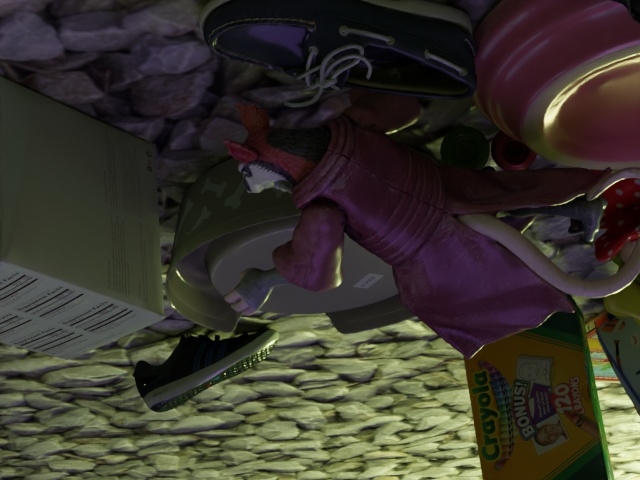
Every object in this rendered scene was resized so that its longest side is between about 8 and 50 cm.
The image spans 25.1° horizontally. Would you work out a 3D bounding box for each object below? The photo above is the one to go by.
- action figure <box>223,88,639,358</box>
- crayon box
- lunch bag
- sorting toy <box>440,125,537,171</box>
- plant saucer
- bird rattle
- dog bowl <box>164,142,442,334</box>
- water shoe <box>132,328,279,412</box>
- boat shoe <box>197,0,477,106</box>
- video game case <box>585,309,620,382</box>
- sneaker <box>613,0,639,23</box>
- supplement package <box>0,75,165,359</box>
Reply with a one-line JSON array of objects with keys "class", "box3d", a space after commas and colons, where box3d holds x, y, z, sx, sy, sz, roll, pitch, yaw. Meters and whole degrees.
[{"class": "action figure", "box3d": [0.075, -0.017, 1.311, 0.370, 0.248, 0.276, 24, 171, -27]}, {"class": "crayon box", "box3d": [0.293, 0.231, 1.950, 0.165, 0.278, 0.081, -14, 155, 16]}, {"class": "lunch bag", "box3d": [0.477, 0.207, 1.948, 0.115, 0.243, 0.303, -30, 152, 7]}, {"class": "sorting toy", "box3d": [0.176, -0.091, 1.508, 0.102, 0.061, 0.042, 0, -170, 2]}, {"class": "plant saucer", "box3d": [0.305, -0.158, 1.345, 0.332, 0.084, 0.332, -5, 156, -2]}, {"class": "bird rattle", "box3d": [0.403, -0.018, 1.684, 0.207, 0.143, 0.253, -19, 142, 1]}, {"class": "dog bowl", "box3d": [0.000, 0.000, 1.590, 0.349, 0.102, 0.349, -5, 156, -2]}, {"class": "water shoe", "box3d": [-0.153, 0.152, 1.924, 0.203, 0.080, 0.073, -27, 164, -17]}, {"class": "boat shoe", "box3d": [0.019, -0.165, 1.262, 0.255, 0.079, 0.095, 5, 153, -23]}, {"class": "video game case", "box3d": [0.458, 0.148, 2.114, 0.204, 0.025, 0.285, 5, 153, -24]}, {"class": "sneaker", "box3d": [0.240, -0.215, 1.153, 0.228, 0.130, 0.087, -6, 154, 3]}, {"class": "supplement package", "box3d": [-0.275, -0.014, 1.379, 0.149, 0.194, 0.203, -24, 149, 32]}]
